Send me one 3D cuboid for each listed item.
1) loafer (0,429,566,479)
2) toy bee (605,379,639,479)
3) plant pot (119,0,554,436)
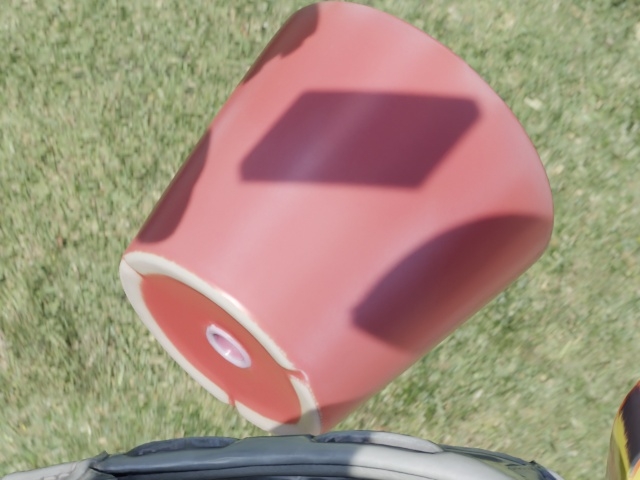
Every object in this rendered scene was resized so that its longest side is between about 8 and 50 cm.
[{"bbox_3d":[-0.072,0.113,0.391,0.319,0.111,0.112,-13,60,13],"label":"loafer"},{"bbox_3d":[0.221,0.187,0.492,0.298,0.195,0.162,39,112,16],"label":"toy bee"},{"bbox_3d":[0.000,0.000,0.929,0.275,0.275,0.243,39,65,7],"label":"plant pot"}]
